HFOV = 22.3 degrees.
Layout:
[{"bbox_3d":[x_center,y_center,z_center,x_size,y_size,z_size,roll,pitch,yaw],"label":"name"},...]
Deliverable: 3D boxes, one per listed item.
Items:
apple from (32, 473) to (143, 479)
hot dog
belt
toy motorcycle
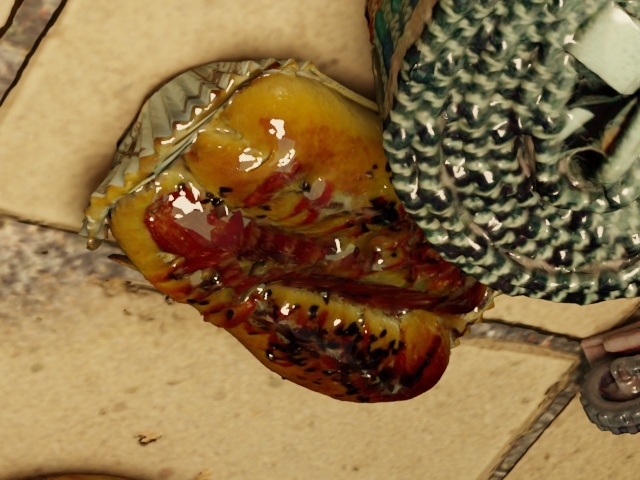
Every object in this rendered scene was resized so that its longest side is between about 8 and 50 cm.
[{"bbox_3d":[-0.145,0.258,0.968,0.261,0.194,0.260,-13,137,-13],"label":"apple"},{"bbox_3d":[0.000,0.000,0.848,0.162,0.081,0.270,-42,134,18],"label":"hot dog"},{"bbox_3d":[0.138,-0.124,0.727,0.207,0.160,0.295,14,127,-13],"label":"belt"},{"bbox_3d":[0.262,0.055,1.012,0.213,0.118,0.084,-19,124,15],"label":"toy motorcycle"}]
